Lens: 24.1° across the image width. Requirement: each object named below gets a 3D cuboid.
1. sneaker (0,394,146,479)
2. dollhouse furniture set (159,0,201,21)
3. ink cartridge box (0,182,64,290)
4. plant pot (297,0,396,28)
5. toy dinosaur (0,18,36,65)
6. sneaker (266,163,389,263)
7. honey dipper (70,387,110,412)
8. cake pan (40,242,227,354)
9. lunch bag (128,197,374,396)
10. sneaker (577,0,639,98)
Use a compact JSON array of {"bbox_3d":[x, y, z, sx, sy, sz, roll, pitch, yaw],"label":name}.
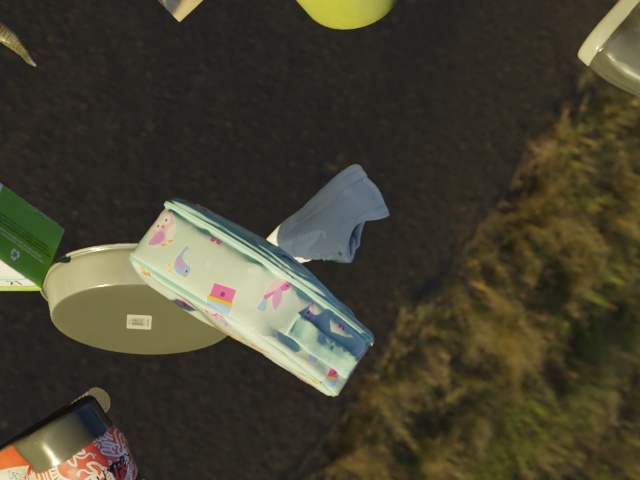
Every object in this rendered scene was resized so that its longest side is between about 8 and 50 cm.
[{"bbox_3d":[-0.193,0.210,1.209,0.090,0.270,0.145,-32,91,-21],"label":"sneaker"},{"bbox_3d":[-0.205,-0.435,1.923,0.161,0.212,0.242,-42,110,8],"label":"dollhouse furniture set"},{"bbox_3d":[-0.494,-0.033,1.951,0.255,0.189,0.097,39,59,-43],"label":"ink cartridge box"},{"bbox_3d":[0.020,-0.437,2.020,0.275,0.275,0.293,-49,148,-23],"label":"plant pot"},{"bbox_3d":[-0.384,-0.230,1.278,0.121,0.313,0.160,-38,155,-37],"label":"toy dinosaur"},{"bbox_3d":[0.000,0.000,1.904,0.212,0.094,0.080,-42,175,33],"label":"sneaker"},{"bbox_3d":[-0.284,0.201,1.641,0.030,0.161,0.030,22,53,-32],"label":"honey dipper"},{"bbox_3d":[-0.246,0.089,2.080,0.293,0.293,0.054,43,41,-55],"label":"cake pan"},{"bbox_3d":[-0.065,0.067,1.684,0.108,0.224,0.279,-59,148,-7],"label":"lunch bag"},{"bbox_3d":[0.343,-0.212,1.323,0.222,0.118,0.083,-50,173,9],"label":"sneaker"}]
